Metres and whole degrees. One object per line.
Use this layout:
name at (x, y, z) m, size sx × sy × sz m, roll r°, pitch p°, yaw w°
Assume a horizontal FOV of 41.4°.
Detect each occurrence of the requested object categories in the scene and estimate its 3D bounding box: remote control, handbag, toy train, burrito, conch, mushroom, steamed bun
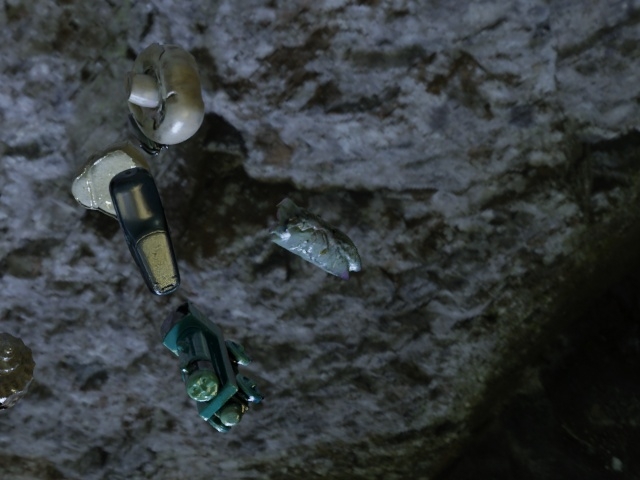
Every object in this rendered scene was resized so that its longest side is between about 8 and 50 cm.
remote control at (-0.267, -0.009, 1.317) m, size 0.072 × 0.222 × 0.042 m, roll -23°, pitch -149°, yaw -17°
handbag at (-0.328, -0.202, 1.610) m, size 0.047 × 0.072 × 0.111 m, roll -27°, pitch -122°, yaw -18°
toy train at (-0.228, 0.257, 1.720) m, size 0.120 × 0.194 × 0.298 m, roll -44°, pitch -157°, yaw 3°
burrito at (0.000, 0.003, 1.720) m, size 0.066 × 0.309 × 0.096 m, roll 23°, pitch -96°, yaw 37°
conch at (-0.535, 0.204, 1.306) m, size 0.207 × 0.130 × 0.155 m, roll -38°, pitch -99°, yaw 33°
mushroom at (-0.242, -0.224, 1.295) m, size 0.154 × 0.122 × 0.154 m, roll 1°, pitch -89°, yaw 49°
steamed bun at (-0.482, -0.145, 2.007) m, size 0.212 × 0.231 × 0.110 m, roll 3°, pitch -144°, yaw 17°
